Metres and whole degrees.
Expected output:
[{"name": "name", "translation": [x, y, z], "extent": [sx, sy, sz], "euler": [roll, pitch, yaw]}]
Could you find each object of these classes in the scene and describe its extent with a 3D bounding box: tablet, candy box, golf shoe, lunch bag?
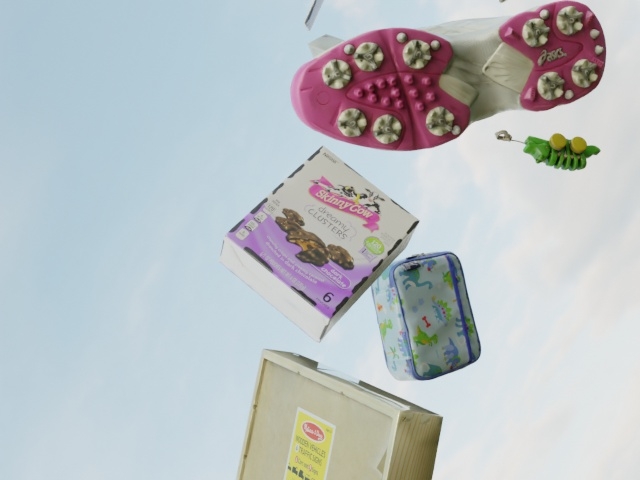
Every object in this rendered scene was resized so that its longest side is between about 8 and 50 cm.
[{"name": "tablet", "translation": [-0.007, -0.404, 1.656], "extent": [0.054, 0.006, 0.083], "euler": [26, -92, -82]}, {"name": "candy box", "translation": [0.000, 0.000, 1.201], "extent": [0.196, 0.164, 0.070], "euler": [-45, -13, -32]}, {"name": "golf shoe", "translation": [0.114, -0.155, 0.924], "extent": [0.306, 0.140, 0.115], "euler": [-11, -78, -13]}, {"name": "lunch bag", "translation": [0.190, 0.131, 1.709], "extent": [0.176, 0.090, 0.219], "euler": [-9, -94, -34]}]

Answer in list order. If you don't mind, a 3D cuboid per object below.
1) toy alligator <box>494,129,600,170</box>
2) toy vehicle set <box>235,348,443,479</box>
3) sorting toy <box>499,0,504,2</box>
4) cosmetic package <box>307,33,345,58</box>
[{"name": "toy alligator", "translation": [0.382, -0.146, 1.616], "extent": [0.056, 0.189, 0.051], "euler": [118, 156, -60]}, {"name": "toy vehicle set", "translation": [-0.001, 0.188, 0.756], "extent": [0.035, 0.267, 0.166], "euler": [12, -92, -24]}, {"name": "sorting toy", "translation": [0.309, -0.562, 1.833], "extent": [0.229, 0.041, 0.307], "euler": [65, -154, -9]}, {"name": "cosmetic package", "translation": [0.023, -0.314, 1.653], "extent": [0.041, 0.115, 0.060], "euler": [-29, -63, -8]}]
